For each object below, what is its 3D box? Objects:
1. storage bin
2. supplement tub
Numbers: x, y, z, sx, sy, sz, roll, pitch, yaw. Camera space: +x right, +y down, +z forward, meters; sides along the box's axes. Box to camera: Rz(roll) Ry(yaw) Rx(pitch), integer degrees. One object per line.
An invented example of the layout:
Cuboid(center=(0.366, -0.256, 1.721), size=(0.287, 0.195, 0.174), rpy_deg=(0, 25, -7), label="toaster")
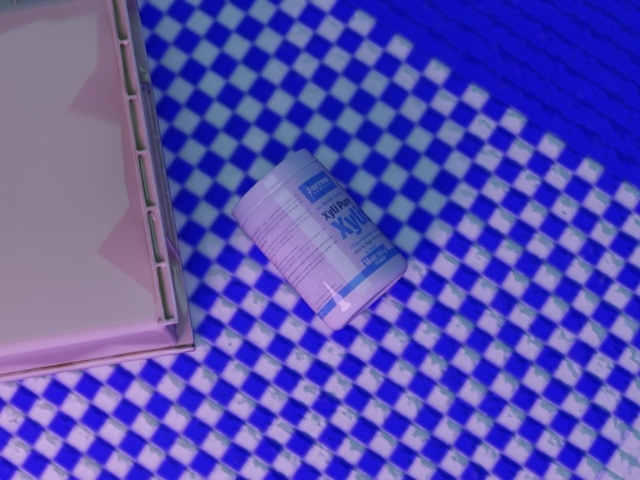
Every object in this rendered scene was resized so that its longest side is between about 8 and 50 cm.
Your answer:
Cuboid(center=(-0.235, -0.038, 1.303), size=(0.262, 0.123, 0.260), rpy_deg=(-10, 82, -1), label="storage bin")
Cuboid(center=(0.000, 0.000, 1.324), size=(0.071, 0.071, 0.107), rpy_deg=(-41, 85, -5), label="supplement tub")
